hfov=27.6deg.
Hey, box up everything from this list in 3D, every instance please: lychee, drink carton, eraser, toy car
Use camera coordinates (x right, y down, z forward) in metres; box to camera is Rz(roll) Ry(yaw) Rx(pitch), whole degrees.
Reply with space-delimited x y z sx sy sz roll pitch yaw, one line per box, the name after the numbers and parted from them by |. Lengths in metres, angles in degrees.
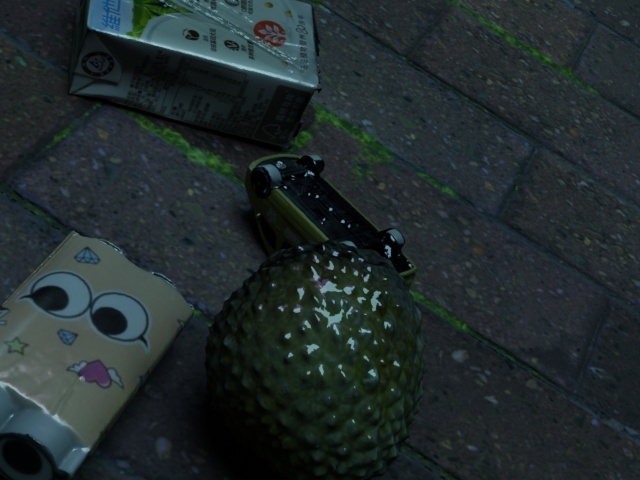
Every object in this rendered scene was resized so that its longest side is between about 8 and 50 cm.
0.000 0.132 1.403 0.255 0.255 0.274 -5 57 -36 | lychee
-0.173 -0.264 1.802 0.325 0.132 0.194 13 43 -18 | drink carton
-0.268 0.123 1.375 0.171 0.087 0.290 31 39 2 | eraser
0.000 0.000 1.646 0.101 0.124 0.257 -15 48 -41 | toy car
